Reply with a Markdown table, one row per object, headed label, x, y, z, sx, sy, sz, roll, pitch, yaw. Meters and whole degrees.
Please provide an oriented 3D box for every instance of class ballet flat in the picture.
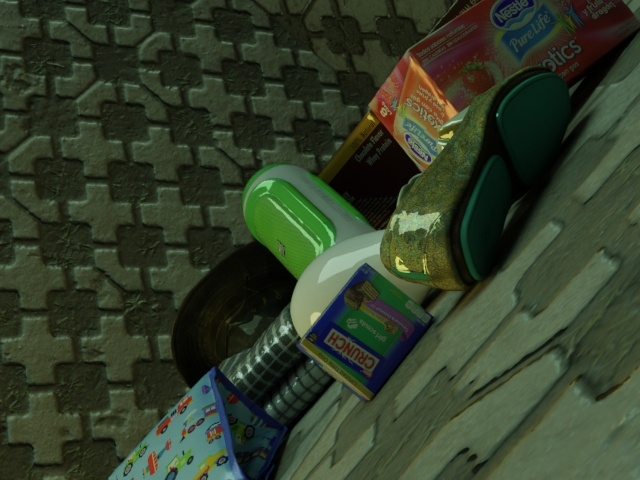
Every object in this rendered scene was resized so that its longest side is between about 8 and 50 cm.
| label | x | y | z | sx | sy | sz | roll | pitch | yaw |
| --- | --- | --- | --- | --- | --- | --- | --- | --- | --- |
| ballet flat | 0.156 | -0.074 | 1.165 | 0.123 | 0.123 | 0.348 | -49 | 5 | 46 |

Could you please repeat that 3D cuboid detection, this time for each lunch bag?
| label | x | y | z | sx | sy | sz | roll | pitch | yaw |
| --- | --- | --- | --- | --- | --- | --- | --- | --- | --- |
| lunch bag | -0.157 | 0.312 | 1.354 | 0.221 | 0.138 | 0.293 | -47 | 11 | 8 |

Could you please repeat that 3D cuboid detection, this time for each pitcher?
| label | x | y | z | sx | sy | sz | roll | pitch | yaw |
| --- | --- | --- | --- | --- | --- | --- | --- | --- | --- |
| pitcher | 0.079 | 0.041 | 1.287 | 0.207 | 0.125 | 0.177 | -37 | -13 | 33 |

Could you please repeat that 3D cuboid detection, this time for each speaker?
| label | x | y | z | sx | sy | sz | roll | pitch | yaw |
| --- | --- | --- | --- | --- | --- | --- | --- | --- | --- |
| speaker | 0.000 | 0.000 | 1.527 | 0.131 | 0.131 | 0.296 | -50 | 38 | 3 |

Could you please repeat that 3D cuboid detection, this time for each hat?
| label | x | y | z | sx | sy | sz | roll | pitch | yaw |
| --- | --- | --- | --- | --- | --- | --- | --- | --- | --- |
| hat | -0.068 | 0.148 | 1.846 | 0.331 | 0.331 | 0.134 | -50 | 41 | -8 |

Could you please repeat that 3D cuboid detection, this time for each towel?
| label | x | y | z | sx | sy | sz | roll | pitch | yaw |
| --- | --- | --- | --- | --- | --- | --- | --- | --- | --- |
| towel | -0.064 | 0.183 | 1.628 | 0.235 | 0.121 | 0.284 | -49 | 1 | 14 |

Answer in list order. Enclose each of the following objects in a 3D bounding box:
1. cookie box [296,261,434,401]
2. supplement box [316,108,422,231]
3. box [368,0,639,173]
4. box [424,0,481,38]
| label | x | y | z | sx | sy | sz | roll | pitch | yaw |
| --- | --- | --- | --- | --- | --- | --- | --- | --- | --- |
| cookie box | 0.044 | 0.092 | 1.144 | 0.107 | 0.092 | 0.040 | -51 | -2 | -12 |
| supplement box | 0.124 | -0.099 | 1.644 | 0.129 | 0.194 | 0.191 | -51 | 2 | -43 |
| box | 0.227 | -0.218 | 1.412 | 0.300 | 0.142 | 0.154 | -36 | -6 | -24 |
| box | 0.260 | -0.269 | 1.688 | 0.168 | 0.203 | 0.167 | -50 | 1 | 15 |
